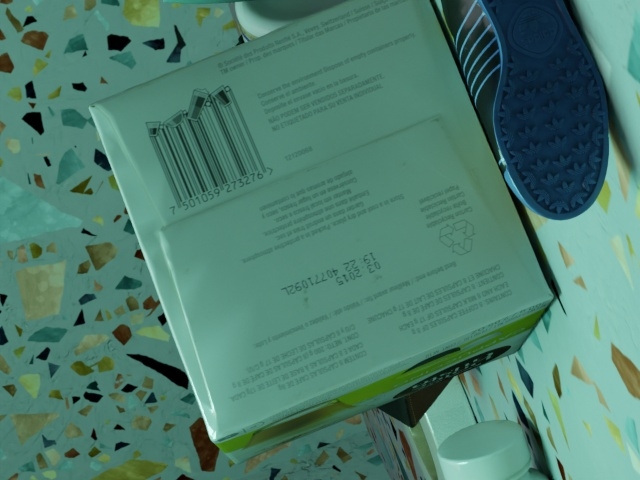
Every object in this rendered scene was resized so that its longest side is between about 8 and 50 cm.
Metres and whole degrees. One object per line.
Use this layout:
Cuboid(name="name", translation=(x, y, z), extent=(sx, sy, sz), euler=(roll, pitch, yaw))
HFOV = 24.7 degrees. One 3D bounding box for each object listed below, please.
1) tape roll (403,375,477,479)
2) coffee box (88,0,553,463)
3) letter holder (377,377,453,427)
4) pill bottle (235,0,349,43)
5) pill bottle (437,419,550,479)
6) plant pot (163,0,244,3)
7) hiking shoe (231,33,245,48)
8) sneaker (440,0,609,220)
Cuboid(name="tape roll", translation=(0.176, 0.272, 2.274), extent=(0.392, 0.072, 0.392), euler=(159, 90, -86))
Cuboid(name="coffee box", translation=(0.000, 0.000, 1.476), extent=(0.334, 0.338, 0.338), euler=(86, 162, -77))
Cuboid(name="letter holder", translation=(0.103, 0.049, 1.844), extent=(0.152, 0.214, 0.302), euler=(28, 151, 30))
Cuboid(name="pill bottle", translation=(-0.003, -0.205, 1.764), extent=(0.264, 0.153, 0.153), euler=(75, 173, -47))
Cuboid(name="pill bottle", translation=(0.216, 0.331, 1.689), extent=(0.131, 0.131, 0.229), euler=(-129, 19, -75))
Cuboid(name="plant pot", translation=(-0.076, -0.348, 1.488), extent=(0.165, 0.234, 0.165), euler=(78, 171, -56))
Cuboid(name="hiking shoe", translation=(-0.041, -0.250, 1.963), extent=(0.132, 0.113, 0.304), euler=(56, -141, -43))
Cuboid(name="sneaker", translation=(0.137, -0.125, 1.003), extent=(0.090, 0.081, 0.232), euler=(102, 154, -87))
